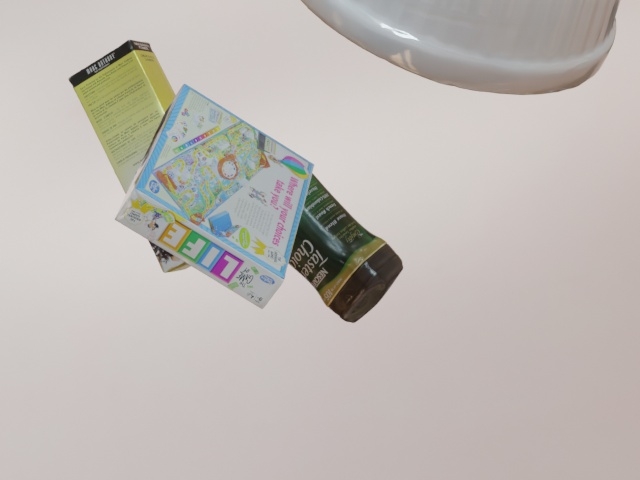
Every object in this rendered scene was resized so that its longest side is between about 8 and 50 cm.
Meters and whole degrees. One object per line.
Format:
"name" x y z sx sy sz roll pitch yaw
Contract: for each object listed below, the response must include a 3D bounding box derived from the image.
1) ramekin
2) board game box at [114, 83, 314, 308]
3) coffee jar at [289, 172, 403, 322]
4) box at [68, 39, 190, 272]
"ramekin" 0.108 -0.236 1.143 0.273 0.273 0.127 -94 -161 -51
"board game box" -0.062 -0.031 0.967 0.103 0.026 0.154 32 28 -10
"coffee jar" 0.000 0.000 1.692 0.184 0.096 0.079 43 44 9
"box" -0.170 -0.088 1.620 0.232 0.087 0.058 62 18 7
